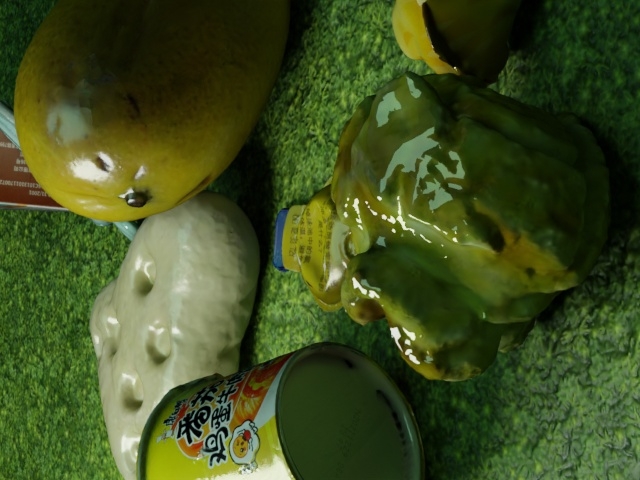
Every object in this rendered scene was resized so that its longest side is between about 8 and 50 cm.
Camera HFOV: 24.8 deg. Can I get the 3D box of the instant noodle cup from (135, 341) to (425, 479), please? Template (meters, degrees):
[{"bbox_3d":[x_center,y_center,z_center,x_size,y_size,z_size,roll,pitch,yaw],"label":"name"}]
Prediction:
[{"bbox_3d":[-0.031,0.236,1.510,0.200,0.264,0.264,-30,63,40],"label":"instant noodle cup"}]

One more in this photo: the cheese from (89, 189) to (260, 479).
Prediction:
[{"bbox_3d":[-0.167,0.145,1.805,0.351,0.129,0.328,-48,47,44],"label":"cheese"}]

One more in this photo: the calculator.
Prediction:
[{"bbox_3d":[-0.359,-0.095,2.017,0.042,0.295,0.184,-48,0,-7],"label":"calculator"}]

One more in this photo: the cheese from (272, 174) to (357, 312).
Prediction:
[{"bbox_3d":[0.000,0.000,1.637,0.250,0.064,0.157,-171,87,-65],"label":"cheese"}]

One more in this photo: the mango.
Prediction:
[{"bbox_3d":[-0.190,-0.231,1.742,0.301,0.220,0.445,15,69,22],"label":"mango"}]

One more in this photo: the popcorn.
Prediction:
[{"bbox_3d":[0.121,-0.021,1.321,0.276,0.225,0.277,-18,69,55],"label":"popcorn"}]

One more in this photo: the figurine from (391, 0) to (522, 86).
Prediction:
[{"bbox_3d":[0.131,-0.262,1.433,0.156,0.131,0.246,-29,52,34],"label":"figurine"}]

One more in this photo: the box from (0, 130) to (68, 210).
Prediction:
[{"bbox_3d":[-0.583,-0.117,2.204,0.344,0.385,0.122,3,88,55],"label":"box"}]
